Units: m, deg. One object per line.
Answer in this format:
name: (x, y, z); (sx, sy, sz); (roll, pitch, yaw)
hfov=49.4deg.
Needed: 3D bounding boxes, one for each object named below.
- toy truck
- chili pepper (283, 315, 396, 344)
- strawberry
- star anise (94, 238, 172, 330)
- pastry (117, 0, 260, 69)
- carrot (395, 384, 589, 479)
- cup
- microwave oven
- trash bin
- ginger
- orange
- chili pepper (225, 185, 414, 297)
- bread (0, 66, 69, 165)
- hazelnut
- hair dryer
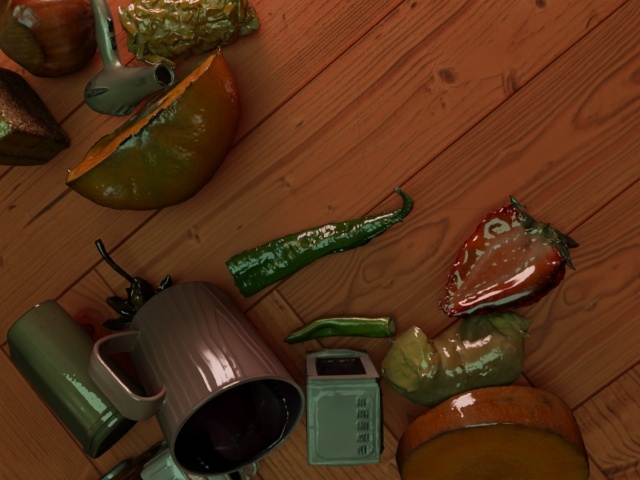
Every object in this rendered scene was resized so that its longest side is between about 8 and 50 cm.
toy truck: (-0.309, 0.472, 1.229); (0.388, 0.207, 0.173); (-37, 88, 7)
chili pepper: (0.035, 0.158, 1.246); (0.202, 0.052, 0.050); (-6, 63, 9)
strawberry: (0.312, 0.060, 1.164); (0.174, 0.098, 0.228); (33, 84, 21)
star anise: (-0.318, 0.112, 1.273); (0.178, 0.073, 0.233); (2, 110, 7)
pastry: (-0.239, -0.383, 1.228); (0.250, 0.102, 0.154); (-21, 91, 6)
carrot: (0.279, 0.361, 1.153); (0.308, 0.100, 0.258); (-9, 120, 4)
cup: (-0.209, 0.230, 1.131); (0.289, 0.273, 0.208); (-20, 133, -22)
microwave oven: (0.036, 0.275, 1.168); (0.123, 0.208, 0.162); (-1, 93, -2)
trash bin: (-0.432, 0.247, 1.234); (0.247, 0.243, 0.121); (45, 58, 7)
ginger: (0.237, 0.205, 1.178); (0.267, 0.138, 0.152); (-19, 126, -2)
orange: (-0.283, -0.177, 1.173); (0.310, 0.274, 0.274); (-12, 91, -14)
chili pepper: (0.001, 0.000, 1.232); (0.359, 0.076, 0.084); (-25, 109, 12)
bread: (-0.569, -0.220, 1.215); (0.111, 0.234, 0.184); (-39, 89, 4)
hazelnut: (-0.483, -0.383, 1.229); (0.182, 0.182, 0.182); (0, 93, 7)
hair dryer: (-0.324, -0.311, 1.173); (0.219, 0.088, 0.224); (22, 116, 35)
